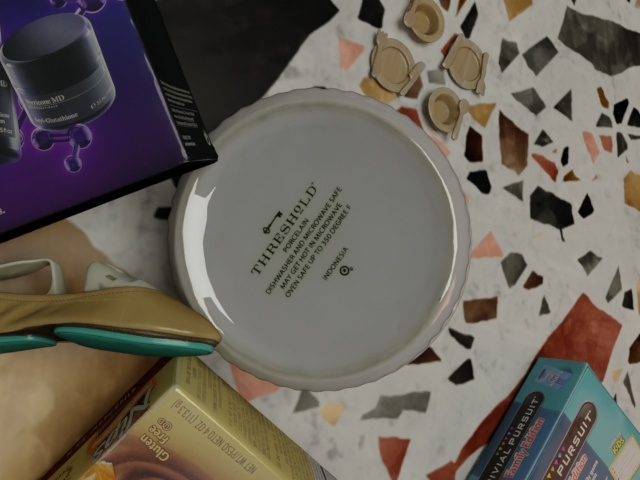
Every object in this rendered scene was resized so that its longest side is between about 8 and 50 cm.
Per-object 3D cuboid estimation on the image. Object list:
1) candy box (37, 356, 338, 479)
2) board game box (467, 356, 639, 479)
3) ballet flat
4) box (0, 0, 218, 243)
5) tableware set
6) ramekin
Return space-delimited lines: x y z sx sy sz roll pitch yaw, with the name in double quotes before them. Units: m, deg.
"candy box" -0.066 0.258 0.504 0.183 0.087 0.316 -43 107 2
"board game box" 0.335 0.356 0.785 0.336 0.079 0.254 48 65 -18
"ballet flat" -0.186 0.047 0.453 0.232 0.080 0.073 -1 70 6
"box" -0.228 -0.092 0.407 0.261 0.103 0.184 -21 95 4
"tableware set" 0.137 -0.212 0.746 0.169 0.020 0.141 34 71 -24
"ramekin" 0.000 0.000 0.517 0.273 0.127 0.273 0 91 3
